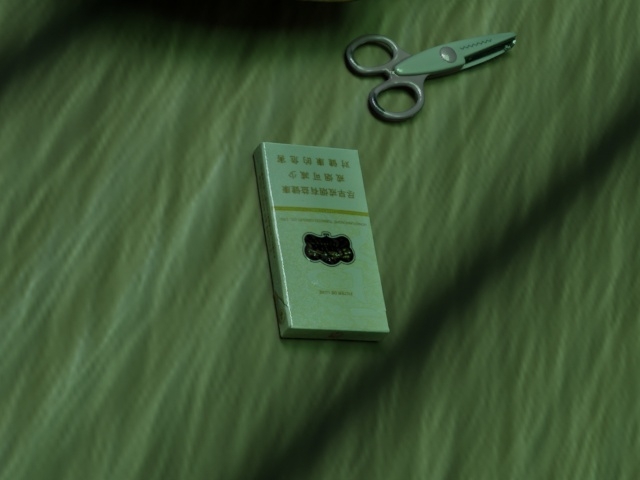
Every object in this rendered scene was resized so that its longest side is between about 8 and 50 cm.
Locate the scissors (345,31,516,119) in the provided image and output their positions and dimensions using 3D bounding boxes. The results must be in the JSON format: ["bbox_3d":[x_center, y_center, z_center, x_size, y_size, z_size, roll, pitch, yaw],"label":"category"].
[{"bbox_3d":[0.105,-0.158,1.630,0.176,0.022,0.085,-18,72,-31],"label":"scissors"}]

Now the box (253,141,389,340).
[{"bbox_3d":[0.000,0.000,1.486,0.090,0.024,0.167,4,63,-26],"label":"box"}]

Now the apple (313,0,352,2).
[{"bbox_3d":[-0.018,-0.366,1.485,0.365,0.328,0.295,41,35,-45],"label":"apple"}]
